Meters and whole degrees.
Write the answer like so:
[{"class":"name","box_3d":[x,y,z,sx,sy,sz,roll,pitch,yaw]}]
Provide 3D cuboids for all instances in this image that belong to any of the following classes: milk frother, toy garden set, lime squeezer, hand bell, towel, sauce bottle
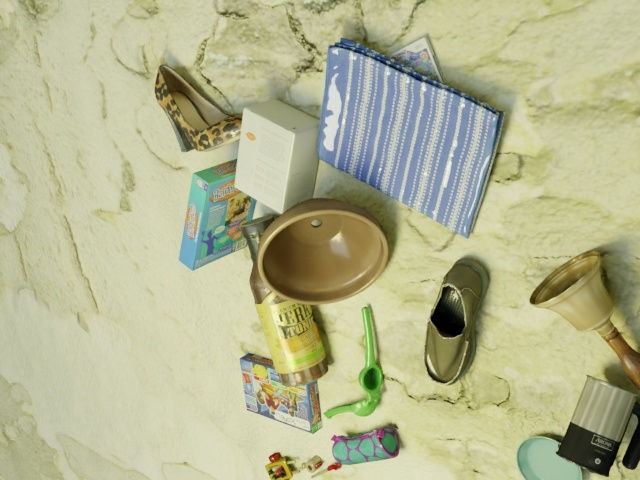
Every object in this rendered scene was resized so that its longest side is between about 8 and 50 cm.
[{"class":"milk frother","box_3d":[0.431,0.287,1.263,0.134,0.129,0.143,-67,23,-2]},{"class":"toy garden set","box_3d":[-0.018,0.572,1.799,0.244,0.049,0.203,-22,93,44]},{"class":"lime squeezer","box_3d":[0.084,0.278,1.596,0.110,0.059,0.310,-118,35,-46]},{"class":"hand bell","box_3d":[0.438,0.147,1.201,0.242,0.126,0.126,51,134,-3]},{"class":"towel","box_3d":[0.133,-0.173,1.345,0.336,0.040,0.243,31,132,28]},{"class":"sauce bottle","box_3d":[-0.080,0.122,1.618,0.111,0.111,0.344,-9,104,43]}]

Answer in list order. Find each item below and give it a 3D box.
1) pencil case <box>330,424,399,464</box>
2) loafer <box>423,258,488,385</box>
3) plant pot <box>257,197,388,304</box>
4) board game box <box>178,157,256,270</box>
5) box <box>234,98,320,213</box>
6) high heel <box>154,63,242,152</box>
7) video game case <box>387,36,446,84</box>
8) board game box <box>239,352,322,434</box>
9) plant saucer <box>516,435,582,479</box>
[{"class":"pencil case","box_3d":[0.091,0.416,1.628,0.152,0.064,0.070,-26,106,44]},{"class":"loafer","box_3d":[0.218,0.151,1.387,0.094,0.087,0.251,24,122,32]},{"class":"plant pot","box_3d":[0.000,0.000,1.465,0.109,0.237,0.237,-99,28,-45]},{"class":"board game box","box_3d":[-0.200,-0.057,1.613,0.047,0.160,0.210,34,127,26]},{"class":"box","box_3d":[-0.079,-0.160,1.510,0.130,0.091,0.170,31,126,28]},{"class":"high heel","box_3d":[-0.243,-0.274,1.598,0.261,0.093,0.186,1,115,50]},{"class":"video game case","box_3d":[0.162,-0.260,1.314,0.087,0.011,0.122,-18,95,44]},{"class":"board game box","box_3d":[-0.090,0.336,1.771,0.201,0.035,0.136,10,114,38]},{"class":"plant saucer","box_3d":[0.396,0.387,1.379,0.119,0.021,0.119,18,119,34]}]
